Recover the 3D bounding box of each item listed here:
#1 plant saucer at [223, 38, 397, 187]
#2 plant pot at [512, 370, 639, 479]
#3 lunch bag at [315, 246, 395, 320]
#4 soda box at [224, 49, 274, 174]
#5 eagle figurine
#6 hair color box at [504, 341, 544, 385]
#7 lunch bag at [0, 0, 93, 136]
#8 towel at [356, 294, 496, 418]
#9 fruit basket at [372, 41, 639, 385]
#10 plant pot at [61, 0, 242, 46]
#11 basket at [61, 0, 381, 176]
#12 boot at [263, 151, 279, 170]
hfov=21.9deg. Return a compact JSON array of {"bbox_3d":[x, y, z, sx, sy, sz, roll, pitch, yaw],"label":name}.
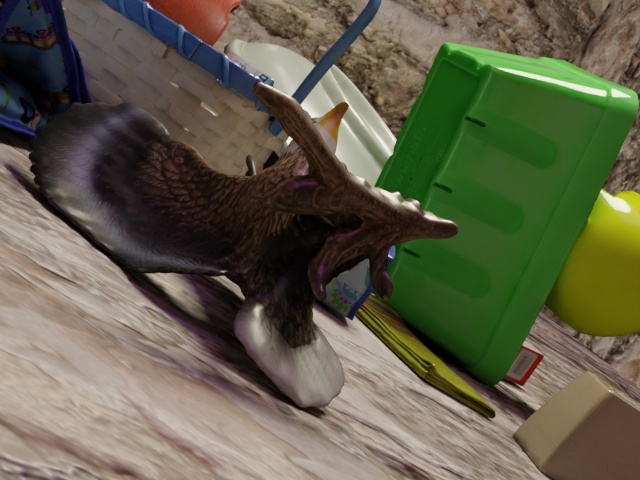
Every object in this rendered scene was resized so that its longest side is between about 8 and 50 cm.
[{"bbox_3d":[0.033,-0.120,2.143,0.400,0.100,0.400,50,11,-13],"label":"plant saucer"},{"bbox_3d":[0.262,0.187,1.557,0.109,0.096,0.109,33,4,-13],"label":"plant pot"},{"bbox_3d":[0.000,0.000,1.644,0.129,0.096,0.151,33,15,-7],"label":"lunch bag"},{"bbox_3d":[-0.095,-0.107,1.710,0.063,0.058,0.183,35,-32,18],"label":"soda box"},{"bbox_3d":[-0.050,-0.013,1.190,0.298,0.225,0.226,-5,-73,49],"label":"eagle figurine"},{"bbox_3d":[0.190,0.111,2.076,0.167,0.053,0.093,39,7,31],"label":"hair color box"},{"bbox_3d":[-0.303,-0.175,1.335,0.221,0.138,0.293,34,-7,12],"label":"lunch bag"},{"bbox_3d":[0.093,0.104,1.684,0.102,0.021,0.237,31,6,-30],"label":"towel"},{"bbox_3d":[0.262,-0.013,1.901,0.392,0.392,0.283,32,5,-22],"label":"fruit basket"},{"bbox_3d":[-0.255,-0.339,2.095,0.265,0.272,0.272,40,3,-21],"label":"plant pot"},{"bbox_3d":[-0.117,-0.187,1.528,0.255,0.289,0.201,39,8,21],"label":"basket"},{"bbox_3d":[-0.014,-0.059,2.172,0.190,0.076,0.208,57,17,11],"label":"boot"}]
